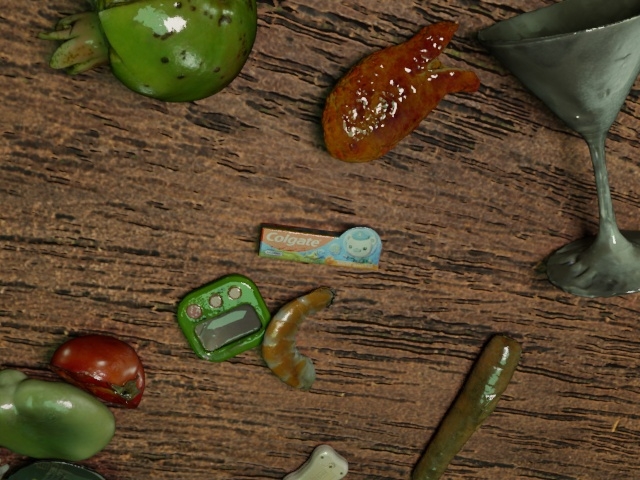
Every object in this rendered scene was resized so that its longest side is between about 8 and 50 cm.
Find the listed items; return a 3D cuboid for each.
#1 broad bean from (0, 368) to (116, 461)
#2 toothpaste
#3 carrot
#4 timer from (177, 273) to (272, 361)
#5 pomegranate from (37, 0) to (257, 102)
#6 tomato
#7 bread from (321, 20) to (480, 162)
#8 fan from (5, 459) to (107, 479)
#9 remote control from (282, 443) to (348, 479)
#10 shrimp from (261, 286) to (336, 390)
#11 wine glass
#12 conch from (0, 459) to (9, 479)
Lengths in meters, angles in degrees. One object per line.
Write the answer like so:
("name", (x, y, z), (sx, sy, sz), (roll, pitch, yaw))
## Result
("broad bean", (-0.448, 0.290, 1.110), (0.228, 0.100, 0.169), (10, 127, 0))
("toothpaste", (0.000, 0.000, 1.101), (0.193, 0.044, 0.070), (7, 104, -8))
("carrot", (0.252, 0.315, 1.206), (0.070, 0.070, 0.342), (24, 104, -11))
("timer", (-0.155, 0.126, 1.122), (0.140, 0.047, 0.128), (-24, 105, 2))
("pomegranate", (-0.231, -0.291, 0.926), (0.302, 0.236, 0.236), (-11, 109, 30))
("tomato", (-0.342, 0.196, 1.089), (0.139, 0.159, 0.091), (8, 63, 25))
("bread", (0.115, -0.218, 1.024), (0.269, 0.095, 0.139), (-32, 114, 0))
("fan", (-0.434, 0.478, 1.193), (0.223, 0.012, 0.294), (-23, 123, 11))
("remote control", (-0.011, 0.420, 1.226), (0.122, 0.032, 0.074), (-44, 105, 7))
("shrimp", (-0.021, 0.159, 1.143), (0.166, 0.049, 0.161), (-46, 126, -13))
("wine glass", (0.403, -0.137, 1.000), (0.267, 0.267, 0.406), (-19, 110, 0))
("conch", (-0.692, 0.364, 1.064), (0.368, 0.197, 0.249), (7, 141, 19))
